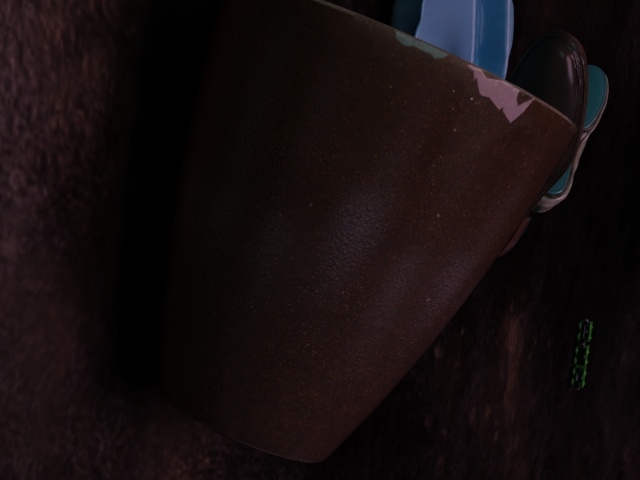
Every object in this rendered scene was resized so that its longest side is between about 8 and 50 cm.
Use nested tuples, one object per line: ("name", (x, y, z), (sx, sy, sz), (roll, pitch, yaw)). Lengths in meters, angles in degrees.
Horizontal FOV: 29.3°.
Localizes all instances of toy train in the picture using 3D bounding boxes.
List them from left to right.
("toy train", (0.307, 0.133, 1.432), (0.024, 0.017, 0.083), (-8, 105, -70))

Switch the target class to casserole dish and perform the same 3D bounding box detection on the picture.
("casserole dish", (0.103, -0.161, 0.972), (0.188, 0.037, 0.114), (-27, 121, -54))

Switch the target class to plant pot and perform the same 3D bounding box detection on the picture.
("plant pot", (0.000, 0.000, 0.700), (0.215, 0.215, 0.230), (19, 96, -60))

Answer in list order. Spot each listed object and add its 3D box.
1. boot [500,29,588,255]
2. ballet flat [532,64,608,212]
("boot", (0.142, -0.062, 0.985), (0.106, 0.082, 0.219), (-23, 139, -47))
("ballet flat", (0.241, -0.102, 1.228), (0.168, 0.057, 0.052), (-62, 174, -23))
